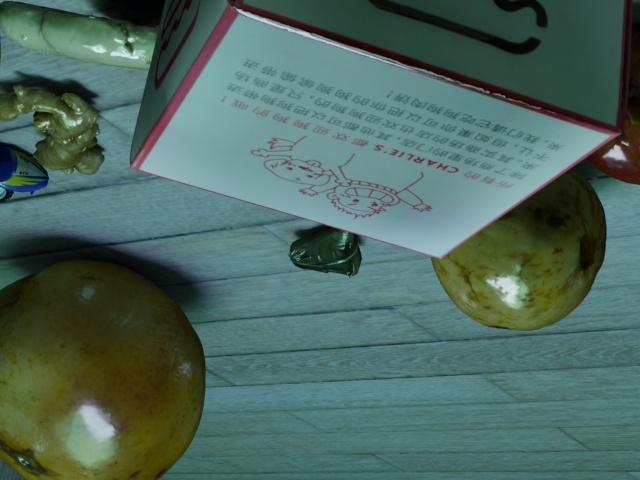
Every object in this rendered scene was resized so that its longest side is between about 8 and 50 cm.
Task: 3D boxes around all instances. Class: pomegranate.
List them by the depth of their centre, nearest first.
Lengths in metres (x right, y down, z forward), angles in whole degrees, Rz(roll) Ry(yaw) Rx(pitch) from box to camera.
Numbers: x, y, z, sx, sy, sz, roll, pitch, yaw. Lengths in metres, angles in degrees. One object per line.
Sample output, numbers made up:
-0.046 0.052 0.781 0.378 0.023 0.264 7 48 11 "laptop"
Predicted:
0.227 0.001 1.580 0.215 0.215 0.215 8 158 3 "pomegranate"
-0.378 0.216 2.155 0.416 0.417 0.417 8 158 3 "pomegranate"

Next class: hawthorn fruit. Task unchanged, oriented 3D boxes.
0.338 -0.137 1.302 0.179 0.173 0.173 -13 163 -17 "hawthorn fruit"

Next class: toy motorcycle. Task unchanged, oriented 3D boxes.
-0.511 -0.110 1.743 0.169 0.113 0.315 -23 152 37 "toy motorcycle"

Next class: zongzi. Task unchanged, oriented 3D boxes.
0.000 0.000 1.885 0.109 0.055 0.119 6 146 13 "zongzi"

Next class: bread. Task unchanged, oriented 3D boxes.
-0.165 -0.193 1.311 0.316 0.054 0.316 8 -173 -1 "bread"

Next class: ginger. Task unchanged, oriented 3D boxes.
-0.326 -0.135 1.669 0.193 0.052 0.176 21 158 -38 "ginger"

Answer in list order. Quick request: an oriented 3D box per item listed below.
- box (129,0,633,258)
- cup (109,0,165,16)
0.047 -0.198 1.053 0.314 0.300 0.312 16 156 -16 "box"
-0.159 -0.270 1.254 0.078 0.077 0.100 20 156 -24 "cup"
